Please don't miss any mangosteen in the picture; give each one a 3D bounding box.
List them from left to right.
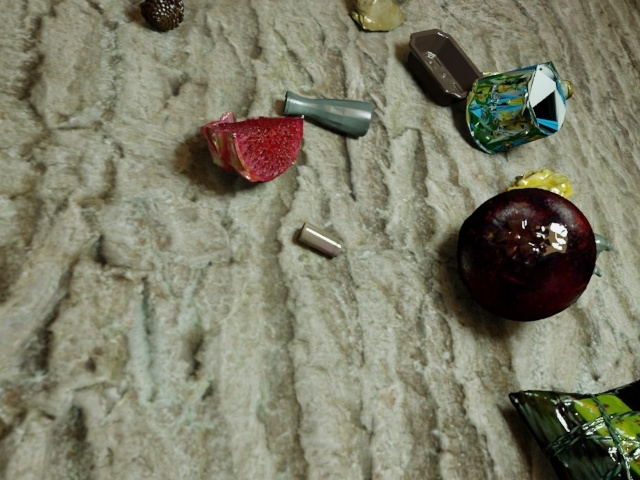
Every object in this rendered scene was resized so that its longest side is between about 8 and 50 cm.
[{"bbox_3d":[0.452,0.031,1.094,0.298,0.293,0.296,0,89,14],"label":"mangosteen"}]

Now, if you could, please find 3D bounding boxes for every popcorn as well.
[{"bbox_3d":[0.570,-0.113,1.281,0.180,0.180,0.170,-39,104,-33],"label":"popcorn"}]

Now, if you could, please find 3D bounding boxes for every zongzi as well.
[{"bbox_3d":[0.628,0.428,0.984,0.363,0.319,0.383,-11,50,-25],"label":"zongzi"}]

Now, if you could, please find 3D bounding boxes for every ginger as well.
[{"bbox_3d":[0.188,-0.715,1.471,0.193,0.122,0.115,-19,52,-35],"label":"ginger"}]

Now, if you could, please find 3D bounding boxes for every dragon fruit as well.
[{"bbox_3d":[-0.157,-0.205,1.064,0.161,0.126,0.274,17,28,26],"label":"dragon fruit"}]

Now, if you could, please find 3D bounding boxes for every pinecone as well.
[{"bbox_3d":[-0.375,-0.551,1.170,0.102,0.102,0.109,29,23,-6],"label":"pinecone"}]

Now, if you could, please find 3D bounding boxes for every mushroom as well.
[{"bbox_3d":[0.652,-0.484,1.543,0.334,0.107,0.087,0,105,-23],"label":"mushroom"}]

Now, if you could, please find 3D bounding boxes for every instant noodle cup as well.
[{"bbox_3d":[0.544,-0.363,1.340,0.240,0.178,0.240,1,89,-34],"label":"instant noodle cup"}]

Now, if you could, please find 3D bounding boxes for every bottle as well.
[{"bbox_3d":[0.000,0.000,1.053,0.097,0.045,0.045,28,57,-8],"label":"bottle"}]

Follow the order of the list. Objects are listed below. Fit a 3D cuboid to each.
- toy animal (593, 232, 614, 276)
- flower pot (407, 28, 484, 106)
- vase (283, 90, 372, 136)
[{"bbox_3d":[0.598,0.022,1.259,0.252,0.127,0.125,11,72,-1],"label":"toy animal"},{"bbox_3d":[0.355,-0.497,1.437,0.179,0.084,0.250,-24,74,-30],"label":"flower pot"},{"bbox_3d":[0.016,-0.319,1.211,0.214,0.086,0.086,9,61,-13],"label":"vase"}]
